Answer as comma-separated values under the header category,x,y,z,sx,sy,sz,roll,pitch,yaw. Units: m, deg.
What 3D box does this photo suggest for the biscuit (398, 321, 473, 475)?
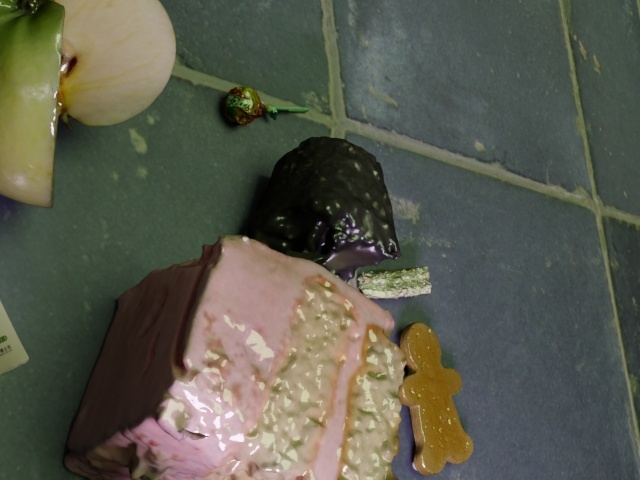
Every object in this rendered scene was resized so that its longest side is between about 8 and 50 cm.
category,x,y,z,sx,sy,sz,roll,pitch,yaw
biscuit,0.173,0.250,1.787,0.158,0.035,0.240,1,73,-49

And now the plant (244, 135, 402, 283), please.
category,x,y,z,sx,sy,sz,roll,pitch,yaw
plant,0.000,0.000,1.595,0.199,0.188,0.276,34,51,-31

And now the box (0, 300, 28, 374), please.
category,x,y,z,sx,sy,sz,roll,pitch,yaw
box,-0.440,0.101,1.158,0.212,0.095,0.168,-29,92,-49

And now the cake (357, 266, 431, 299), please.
category,x,y,z,sx,sy,sz,roll,pitch,yaw
cake,0.121,0.069,1.800,0.140,0.055,0.051,-1,81,-45

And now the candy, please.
category,x,y,z,sx,sy,sz,roll,pitch,yaw
candy,-0.077,-0.205,1.717,0.201,0.060,0.061,-5,77,-55

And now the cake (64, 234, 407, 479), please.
category,x,y,z,sx,sy,sz,roll,pitch,yaw
cake,-0.096,0.187,1.334,0.306,0.314,0.293,29,51,-25

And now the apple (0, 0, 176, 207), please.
category,x,y,z,sx,sy,sz,roll,pitch,yaw
apple,-0.329,-0.205,1.273,0.233,0.258,0.295,24,60,14
